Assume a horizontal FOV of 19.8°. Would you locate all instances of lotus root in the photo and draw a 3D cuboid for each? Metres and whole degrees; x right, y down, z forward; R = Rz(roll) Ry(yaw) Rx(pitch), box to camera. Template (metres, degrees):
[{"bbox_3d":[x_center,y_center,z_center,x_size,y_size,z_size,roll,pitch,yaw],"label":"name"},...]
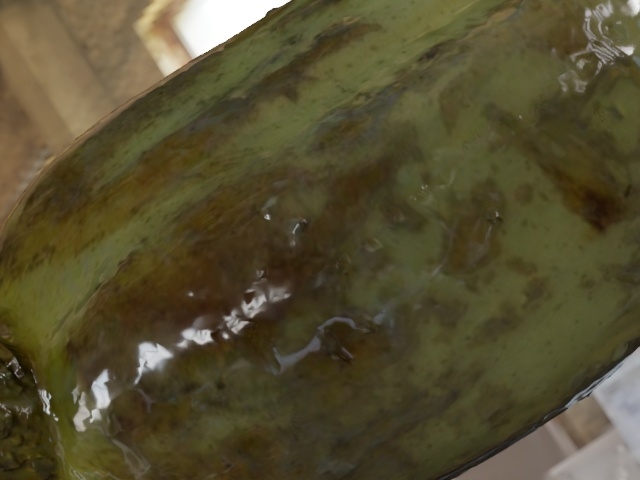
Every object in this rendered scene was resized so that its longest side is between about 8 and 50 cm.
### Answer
[{"bbox_3d":[0.000,0.000,0.592,0.309,0.173,0.173,-32,-8,-8],"label":"lotus root"}]
